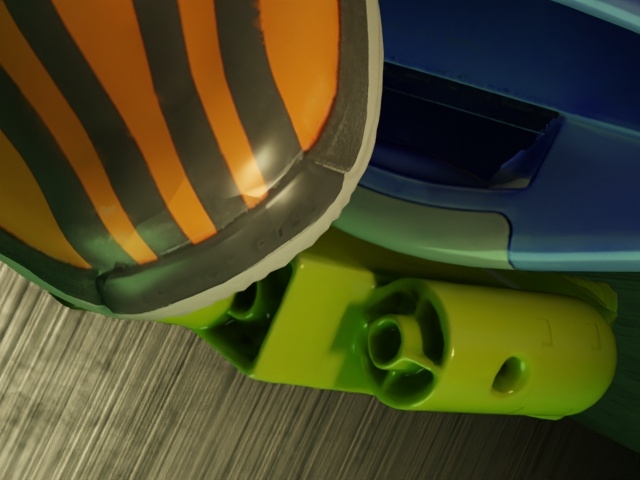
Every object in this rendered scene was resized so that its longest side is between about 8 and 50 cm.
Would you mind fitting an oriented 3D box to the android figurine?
[{"bbox_3d":[0.000,0.000,0.650,0.272,0.056,0.248,11,-163,-42],"label":"android figurine"}]

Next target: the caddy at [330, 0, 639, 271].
[{"bbox_3d":[0.055,-0.079,0.542,0.341,0.179,0.241,20,170,35],"label":"caddy"}]

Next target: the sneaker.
[{"bbox_3d":[-0.098,-0.138,0.386,0.321,0.124,0.180,62,-176,31],"label":"sneaker"}]
